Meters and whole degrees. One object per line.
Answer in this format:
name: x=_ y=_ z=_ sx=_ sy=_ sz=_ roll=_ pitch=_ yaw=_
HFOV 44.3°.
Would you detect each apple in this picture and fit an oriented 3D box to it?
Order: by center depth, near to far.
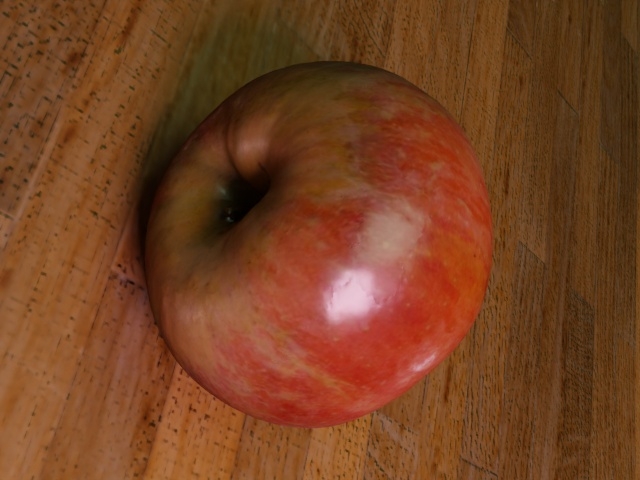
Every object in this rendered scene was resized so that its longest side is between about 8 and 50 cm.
apple: x=0.000 y=0.000 z=0.451 sx=0.164 sy=0.209 sz=0.209 roll=35 pitch=55 yaw=-43
